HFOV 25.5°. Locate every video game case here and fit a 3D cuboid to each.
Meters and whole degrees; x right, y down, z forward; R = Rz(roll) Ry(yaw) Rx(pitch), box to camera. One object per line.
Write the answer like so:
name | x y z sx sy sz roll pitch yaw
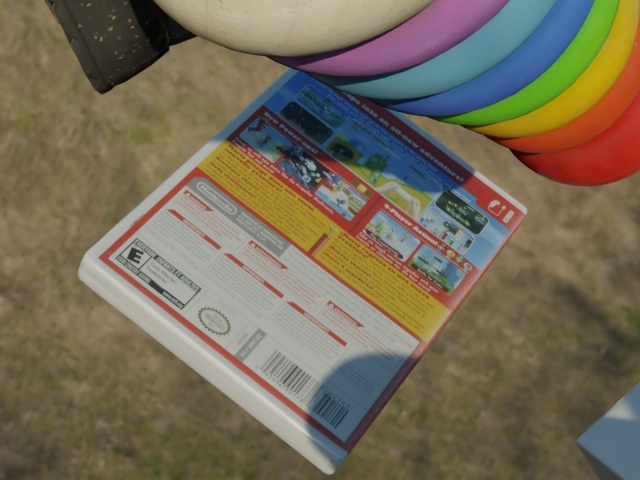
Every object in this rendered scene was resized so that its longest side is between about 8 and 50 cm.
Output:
video game case | 0.000 0.000 0.956 0.204 0.025 0.285 38 48 5

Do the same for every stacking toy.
stacking toy | 0.068 -0.090 0.541 0.141 0.141 0.330 40 8 31

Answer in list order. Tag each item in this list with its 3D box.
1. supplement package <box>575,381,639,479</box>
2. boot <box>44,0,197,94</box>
supplement package | 0.325 0.210 1.210 0.105 0.105 0.179 54 -9 -34
boot | -0.044 -0.224 0.506 0.118 0.223 0.338 58 -7 36
